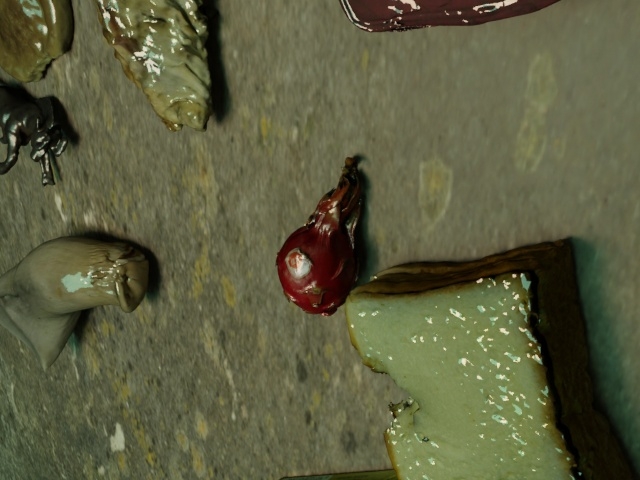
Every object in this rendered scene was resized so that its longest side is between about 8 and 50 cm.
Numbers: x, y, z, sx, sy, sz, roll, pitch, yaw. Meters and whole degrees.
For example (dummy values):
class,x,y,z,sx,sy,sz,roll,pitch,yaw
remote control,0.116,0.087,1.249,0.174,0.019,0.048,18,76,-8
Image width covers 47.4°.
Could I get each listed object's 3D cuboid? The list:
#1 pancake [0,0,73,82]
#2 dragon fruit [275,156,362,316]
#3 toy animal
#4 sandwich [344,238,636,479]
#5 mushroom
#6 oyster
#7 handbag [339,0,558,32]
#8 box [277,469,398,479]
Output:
class,x,y,z,sx,sy,sz,roll,pitch,yaw
pancake,-0.440,-0.337,1.046,0.236,0.042,0.223,7,118,41
dragon fruit,0.000,0.000,0.792,0.094,0.094,0.191,27,123,30
toy animal,-0.471,-0.180,1.143,0.232,0.084,0.148,39,116,29
sandwich,0.154,0.150,0.723,0.249,0.095,0.273,-9,104,44
mushroom,-0.413,0.080,1.181,0.397,0.126,0.177,-30,100,46
oyster,-0.228,-0.283,0.839,0.355,0.107,0.201,55,140,5
handbag,0.112,-0.240,0.531,0.225,0.135,0.146,6,120,39
box,0.064,0.391,0.965,0.311,0.043,0.173,-23,94,46
